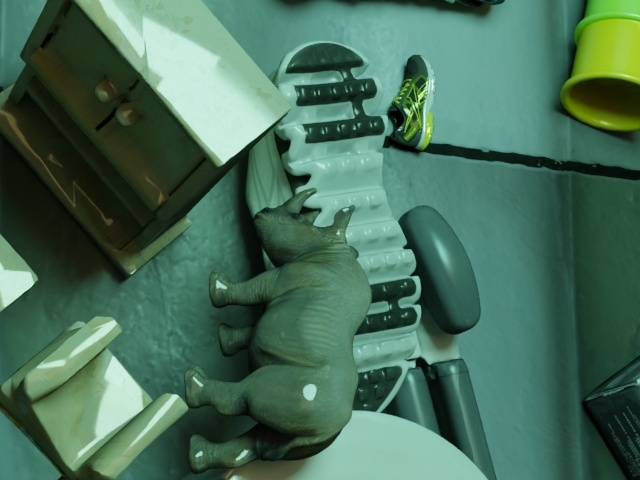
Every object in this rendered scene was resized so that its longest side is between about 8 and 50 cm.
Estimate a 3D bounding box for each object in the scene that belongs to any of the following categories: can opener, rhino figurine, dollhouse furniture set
[{"bbox_3d":[0.093,0.115,1.256,0.076,0.095,0.283,-10,79,-24],"label":"can opener"},{"bbox_3d":[-0.020,0.051,1.092,0.106,0.073,0.243,-1,44,12],"label":"rhino figurine"},{"bbox_3d":[-0.244,0.006,1.052,0.394,0.256,0.362,-42,91,-27],"label":"dollhouse furniture set"}]

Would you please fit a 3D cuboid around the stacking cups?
[{"bbox_3d":[0.289,-0.252,1.459,0.096,0.096,0.316,23,63,-16],"label":"stacking cups"}]

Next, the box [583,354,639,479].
[{"bbox_3d":[0.454,0.216,1.381,0.318,0.097,0.395,-32,89,-29],"label":"box"}]

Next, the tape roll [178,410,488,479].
[{"bbox_3d":[0.000,0.252,1.135,0.246,0.169,0.246,7,72,-21],"label":"tape roll"}]

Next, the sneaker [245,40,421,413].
[{"bbox_3d":[0.000,0.000,1.244,0.110,0.118,0.292,-1,82,-33],"label":"sneaker"}]

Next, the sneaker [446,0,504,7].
[{"bbox_3d":[0.107,-0.250,1.362,0.302,0.108,0.121,-23,81,-28],"label":"sneaker"}]

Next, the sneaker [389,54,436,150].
[{"bbox_3d":[0.075,-0.117,1.352,0.035,0.031,0.083,5,73,-21],"label":"sneaker"}]
